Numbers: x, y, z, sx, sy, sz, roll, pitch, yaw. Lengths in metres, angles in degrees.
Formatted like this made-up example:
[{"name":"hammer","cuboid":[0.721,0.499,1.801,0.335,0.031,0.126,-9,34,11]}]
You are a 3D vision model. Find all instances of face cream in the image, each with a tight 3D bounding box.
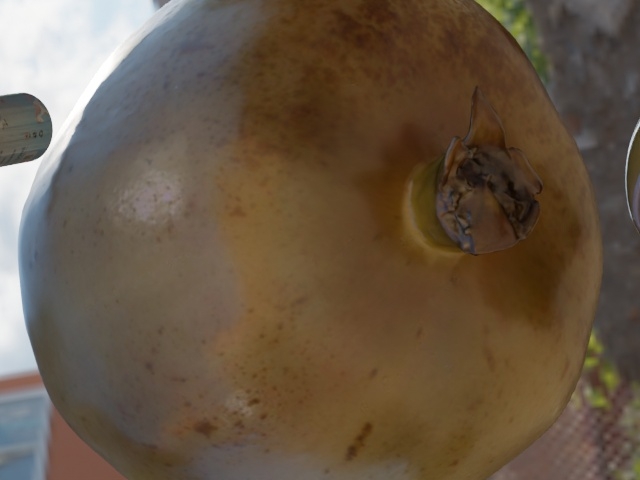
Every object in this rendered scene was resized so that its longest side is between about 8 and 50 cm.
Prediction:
[{"name":"face cream","cuboid":[-0.357,-0.100,1.835,0.229,0.075,0.075,-18,-81,-62]}]

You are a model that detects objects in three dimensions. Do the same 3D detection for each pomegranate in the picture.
[{"name":"pomegranate","cuboid":[0.000,0.000,0.958,0.319,0.319,0.319,-10,-90,-81]}]

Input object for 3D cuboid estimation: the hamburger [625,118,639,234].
[{"name":"hamburger","cuboid":[0.221,-0.028,0.866,0.137,0.175,0.175,54,169,42]}]
